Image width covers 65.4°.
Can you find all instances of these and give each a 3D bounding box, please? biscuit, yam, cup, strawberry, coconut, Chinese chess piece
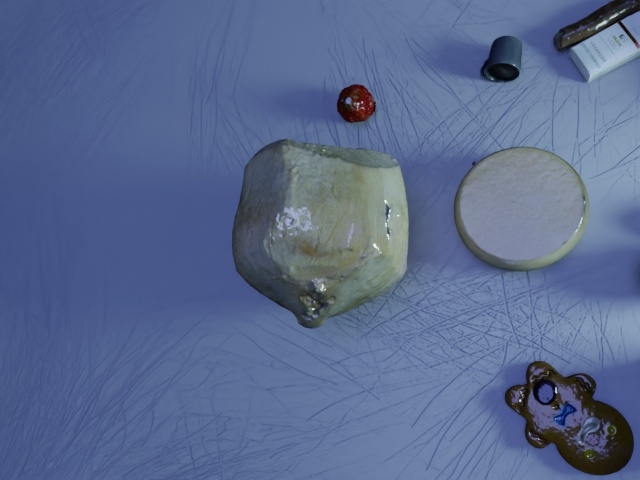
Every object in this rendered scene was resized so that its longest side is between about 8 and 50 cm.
[{"bbox_3d":[0.491,0.349,0.980,0.236,0.039,0.180,38,92,22],"label":"biscuit"},{"bbox_3d":[0.639,-0.500,1.105,0.241,0.057,0.057,-26,70,14],"label":"yam"},{"bbox_3d":[0.420,-0.421,1.165,0.100,0.078,0.077,-4,69,51],"label":"cup"},{"bbox_3d":[0.085,-0.348,1.257,0.106,0.106,0.106,-5,76,20],"label":"strawberry"},{"bbox_3d":[0.000,0.000,1.055,0.405,0.404,0.404,-5,76,20],"label":"coconut"},{"bbox_3d":[0.423,-0.068,1.063,0.273,0.102,0.273,-4,78,20],"label":"Chinese chess piece"}]

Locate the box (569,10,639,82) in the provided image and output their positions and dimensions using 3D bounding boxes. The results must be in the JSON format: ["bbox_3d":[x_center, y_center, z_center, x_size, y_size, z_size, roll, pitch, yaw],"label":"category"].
[{"bbox_3d":[0.643,-0.425,1.095,0.154,0.040,0.084,-27,68,12],"label":"box"}]
